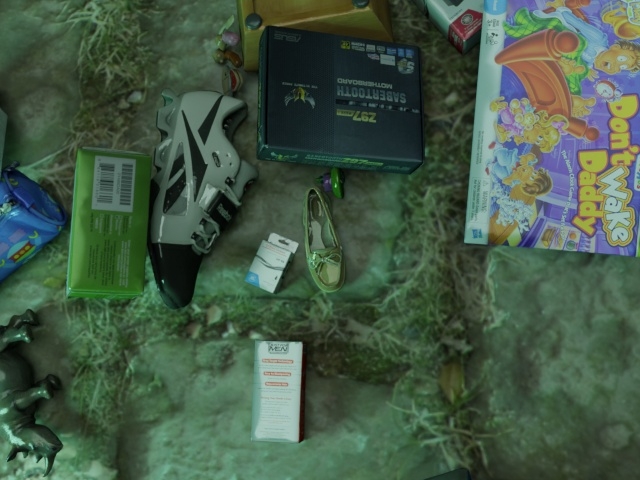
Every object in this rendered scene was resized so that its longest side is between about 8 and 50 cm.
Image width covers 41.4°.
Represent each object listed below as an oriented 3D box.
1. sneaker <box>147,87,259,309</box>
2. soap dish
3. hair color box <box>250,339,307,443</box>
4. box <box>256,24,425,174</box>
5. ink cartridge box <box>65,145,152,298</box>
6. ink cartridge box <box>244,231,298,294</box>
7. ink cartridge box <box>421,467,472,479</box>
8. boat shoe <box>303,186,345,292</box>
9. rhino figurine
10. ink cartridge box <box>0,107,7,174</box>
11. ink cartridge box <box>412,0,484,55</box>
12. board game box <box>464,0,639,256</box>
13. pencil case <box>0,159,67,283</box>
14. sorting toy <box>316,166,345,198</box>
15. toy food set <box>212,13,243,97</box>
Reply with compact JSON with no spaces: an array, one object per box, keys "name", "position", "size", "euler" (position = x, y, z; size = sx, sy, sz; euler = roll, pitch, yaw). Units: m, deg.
[{"name":"sneaker","position":[-0.165,-0.065,1.220],"size":[0.146,0.122,0.330],"euler":[1,78,6]},{"name":"soap dish","position":[-0.024,-0.413,1.253],"size":[0.229,0.118,0.290],"euler":[-8,80,8]},{"name":"hair color box","position":[-0.058,0.213,1.203],"size":[0.072,0.043,0.141],"euler":[1,83,9]},{"name":"box","position":[0.028,-0.194,1.189],"size":[0.233,0.059,0.183],"euler":[5,74,-14]},{"name":"ink cartridge box","position":[-0.304,-0.012,1.198],"size":[0.097,0.255,0.188],"euler":[4,82,-17]},{"name":"ink cartridge box","position":[-0.071,0.031,1.239],"size":[0.048,0.028,0.083],"euler":[23,85,11]},{"name":"ink cartridge box","position":[0.116,0.527,1.066],"size":[0.286,0.166,0.394],"euler":[-20,80,6]},{"name":"boat shoe","position":[0.002,-0.001,1.223],"size":[0.056,0.048,0.153],"euler":[-8,80,8]},{"name":"rhino figurine","position":[-0.441,0.230,1.247],"size":[0.106,0.073,0.243],"euler":[-22,80,1]},{"name":"ink cartridge box","position":[-0.574,-0.116,1.290],"size":[0.223,0.045,0.224],"euler":[-29,44,14]},{"name":"ink cartridge box","position":[0.201,-0.367,1.238],"size":[0.109,0.063,0.150],"euler":[-40,79,2]},{"name":"board game box","position":[0.326,-0.160,1.140],"size":[0.233,0.078,0.347],"euler":[5,94,13]},{"name":"pencil case","position":[-0.520,0.027,1.259],"size":[0.306,0.133,0.119],"euler":[-43,86,2]},{"name":"sorting toy","position":[0.010,-0.102,1.231],"size":[0.042,0.061,0.102],"euler":[-7,58,8]},{"name":"toy food set","position":[-0.140,-0.273,1.275],"size":[0.019,0.078,0.122],"euler":[-2,74,-32]}]
